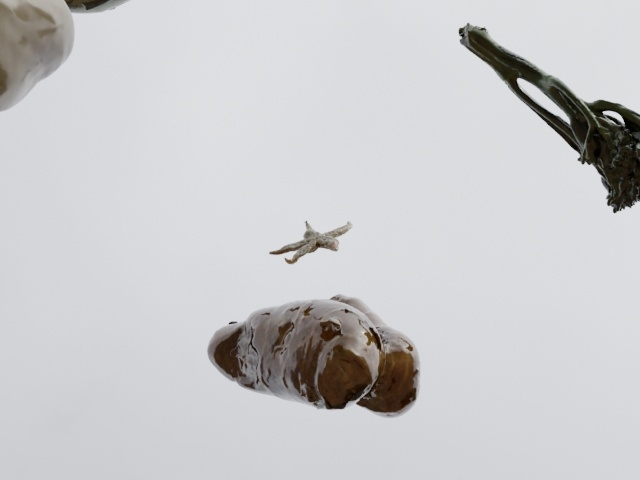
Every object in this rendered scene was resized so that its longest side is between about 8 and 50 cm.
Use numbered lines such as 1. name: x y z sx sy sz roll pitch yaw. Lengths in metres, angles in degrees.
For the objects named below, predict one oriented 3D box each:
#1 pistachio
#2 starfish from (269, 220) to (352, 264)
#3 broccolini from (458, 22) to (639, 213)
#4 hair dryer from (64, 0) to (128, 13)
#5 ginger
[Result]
1. pistachio: -0.194 -0.112 0.461 0.113 0.149 0.113 -5 -103 22
2. starfish: 0.000 0.000 0.820 0.086 0.092 0.016 7 -63 49
3. broccolini: 0.174 -0.095 0.682 0.201 0.058 0.074 36 -66 13
4. hair dryer: -0.200 -0.291 0.866 0.167 0.068 0.199 -2 -27 -3
5. ginger: 0.003 0.069 0.598 0.103 0.162 0.073 13 -97 -37
